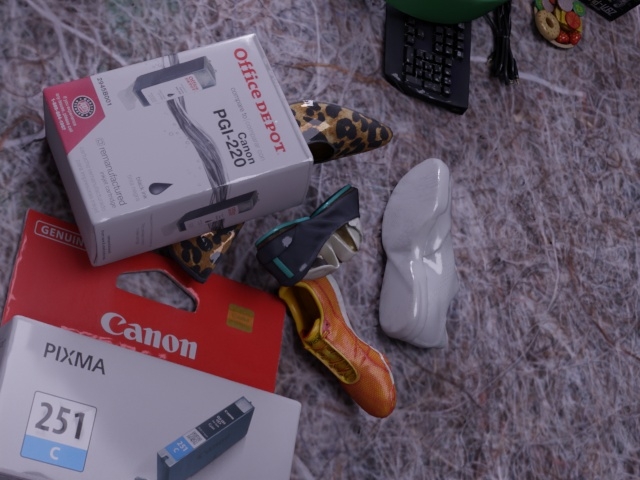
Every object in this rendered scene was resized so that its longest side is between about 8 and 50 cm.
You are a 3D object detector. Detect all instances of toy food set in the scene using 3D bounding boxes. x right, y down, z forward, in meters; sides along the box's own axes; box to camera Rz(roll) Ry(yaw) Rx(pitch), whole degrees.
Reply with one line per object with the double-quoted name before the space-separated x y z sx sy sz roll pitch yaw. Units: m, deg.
"toy food set" 0.311 -0.290 1.691 0.083 0.020 0.083 19 63 -26

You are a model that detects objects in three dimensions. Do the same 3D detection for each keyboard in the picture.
"keyboard" 0.171 -0.302 1.600 0.201 0.033 0.317 16 65 -27

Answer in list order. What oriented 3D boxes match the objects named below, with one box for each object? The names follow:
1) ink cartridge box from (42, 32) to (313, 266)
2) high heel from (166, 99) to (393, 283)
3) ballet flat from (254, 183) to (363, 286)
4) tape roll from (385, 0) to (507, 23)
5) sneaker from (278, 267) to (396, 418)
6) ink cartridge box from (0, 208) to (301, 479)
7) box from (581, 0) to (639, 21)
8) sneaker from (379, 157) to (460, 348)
"ink cartridge box" -0.135 -0.088 1.226 0.217 0.092 0.159 -17 67 -18
"high heel" -0.038 -0.046 1.324 0.261 0.093 0.186 -3 68 -17
"ballet flat" 0.000 0.000 1.327 0.074 0.074 0.203 58 29 -1
"tape roll" 0.139 -0.422 1.548 0.321 0.077 0.321 11 69 -31
"sneaker" 0.013 0.111 1.324 0.067 0.064 0.175 -24 75 -51
"ink cartridge box" -0.158 0.124 1.209 0.296 0.066 0.261 20 64 -26
"box" 0.369 -0.387 1.686 0.180 0.147 0.078 28 60 -20
"sneaker" 0.121 0.017 1.432 0.094 0.080 0.212 24 67 -37
